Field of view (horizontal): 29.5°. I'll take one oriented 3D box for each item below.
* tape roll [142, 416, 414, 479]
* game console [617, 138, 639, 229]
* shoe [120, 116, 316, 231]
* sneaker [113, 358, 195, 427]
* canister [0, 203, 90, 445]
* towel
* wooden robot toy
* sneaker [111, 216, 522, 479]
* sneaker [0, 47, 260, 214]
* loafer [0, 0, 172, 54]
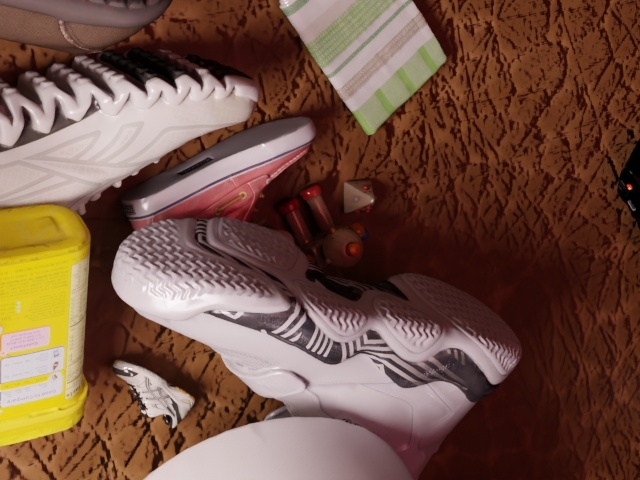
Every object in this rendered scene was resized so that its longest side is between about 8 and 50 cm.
[{"bbox_3d":[-0.038,0.277,0.949,0.286,0.100,0.286,-13,128,-17],"label":"tape roll"},{"bbox_3d":[0.469,0.005,1.313,0.213,0.044,0.361,-38,101,-24],"label":"game console"},{"bbox_3d":[-0.074,-0.035,1.016,0.178,0.063,0.081,-28,113,-19],"label":"shoe"},{"bbox_3d":[-0.143,0.130,1.017,0.083,0.032,0.037,37,79,-30],"label":"sneaker"},{"bbox_3d":[-0.231,0.064,0.888,0.126,0.073,0.169,-10,130,-28],"label":"canister"},{"bbox_3d":[0.039,-0.186,1.084,0.113,0.023,0.152,-44,119,-15],"label":"towel"},{"bbox_3d":[0.000,0.000,1.054,0.173,0.079,0.076,-34,114,-23],"label":"wooden robot toy"},{"bbox_3d":[-0.021,0.118,0.991,0.366,0.137,0.210,15,112,-31],"label":"sneaker"},{"bbox_3d":[-0.185,-0.075,0.924,0.292,0.110,0.118,-14,114,-22],"label":"sneaker"},{"bbox_3d":[-0.285,-0.194,0.818,0.366,0.130,0.133,16,63,-16],"label":"loafer"}]
